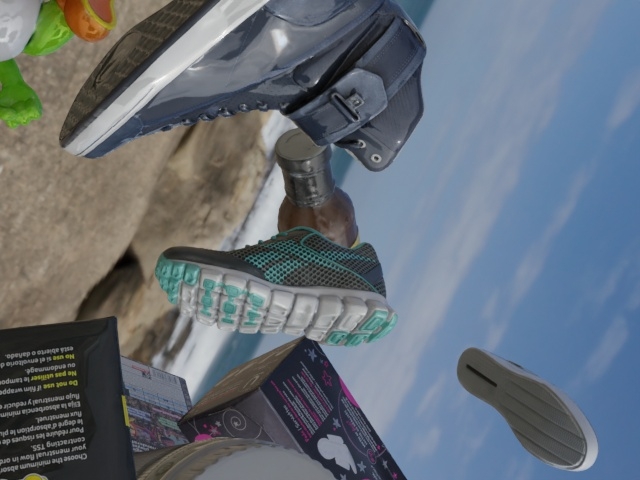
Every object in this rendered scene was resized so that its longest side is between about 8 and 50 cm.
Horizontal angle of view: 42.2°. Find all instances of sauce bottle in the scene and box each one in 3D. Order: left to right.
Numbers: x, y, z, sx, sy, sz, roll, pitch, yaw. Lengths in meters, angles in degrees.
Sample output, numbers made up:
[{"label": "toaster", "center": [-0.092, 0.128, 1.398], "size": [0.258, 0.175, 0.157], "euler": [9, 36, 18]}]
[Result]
[{"label": "sauce bottle", "center": [0.000, 0.000, 1.139], "size": [0.111, 0.111, 0.344], "euler": [-63, 152, -42]}]

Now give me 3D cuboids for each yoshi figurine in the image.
[{"label": "yoshi figurine", "center": [-0.431, -0.224, 0.964], "size": [0.362, 0.204, 0.203], "euler": [-21, 179, 19]}]

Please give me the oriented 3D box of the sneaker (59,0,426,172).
[{"label": "sneaker", "center": [-0.040, -0.084, 0.523], "size": [0.226, 0.163, 0.086], "euler": [-32, -144, 22]}]

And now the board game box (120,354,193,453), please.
[{"label": "board game box", "center": [-0.289, 0.280, 1.097], "size": [0.141, 0.232, 0.291], "euler": [-56, -151, 12]}]

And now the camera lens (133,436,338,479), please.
[{"label": "camera lens", "center": [-0.113, 0.295, 0.751], "size": [0.274, 0.219, 0.219], "euler": [-27, -150, 52]}]

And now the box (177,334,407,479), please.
[{"label": "box", "center": [-0.033, 0.275, 1.055], "size": [0.163, 0.247, 0.142], "euler": [-29, -174, 34]}]

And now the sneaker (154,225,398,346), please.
[{"label": "sneaker", "center": [-0.029, 0.023, 0.569], "size": [0.065, 0.166, 0.076], "euler": [123, -26, -49]}]

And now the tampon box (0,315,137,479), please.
[{"label": "tampon box", "center": [-0.129, 0.130, 0.342], "size": [0.120, 0.101, 0.161], "euler": [127, -47, -59]}]

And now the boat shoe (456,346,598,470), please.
[{"label": "boat shoe", "center": [0.338, 0.253, 1.309], "size": [0.302, 0.094, 0.109], "euler": [41, -62, 55]}]
